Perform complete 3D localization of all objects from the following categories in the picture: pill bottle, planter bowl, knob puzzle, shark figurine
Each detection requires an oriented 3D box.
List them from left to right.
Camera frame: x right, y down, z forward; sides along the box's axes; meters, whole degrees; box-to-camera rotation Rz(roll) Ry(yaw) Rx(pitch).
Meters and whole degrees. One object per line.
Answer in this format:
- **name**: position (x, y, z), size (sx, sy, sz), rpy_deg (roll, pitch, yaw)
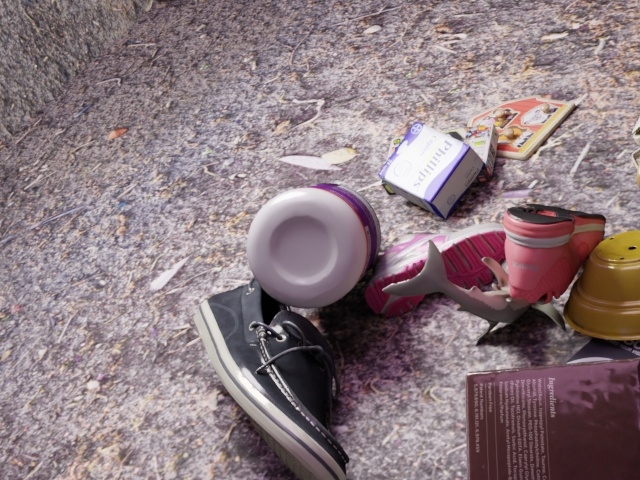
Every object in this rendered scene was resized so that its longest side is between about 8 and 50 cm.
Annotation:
- **pill bottle**: position (0.000, 0.000, 1.680), size (0.181, 0.181, 0.323), rpy_deg (-21, 2, 10)
- **shark figurine**: position (0.232, 0.098, 1.512), size (0.116, 0.278, 0.166), rpy_deg (-54, 55, 29)
- **knob puzzle**: position (0.354, -0.224, 1.971), size (0.213, 0.030, 0.213), rpy_deg (-19, 33, 13)
- **planter bowl**: position (0.433, 0.044, 1.428), size (0.217, 0.090, 0.217), rpy_deg (-15, 19, 5)

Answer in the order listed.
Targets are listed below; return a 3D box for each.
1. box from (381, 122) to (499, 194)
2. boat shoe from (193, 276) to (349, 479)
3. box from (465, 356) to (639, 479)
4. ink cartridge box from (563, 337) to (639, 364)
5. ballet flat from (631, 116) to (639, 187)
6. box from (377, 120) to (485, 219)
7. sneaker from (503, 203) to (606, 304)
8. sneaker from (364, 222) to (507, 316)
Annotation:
- **box**: position (0.221, -0.150, 1.933), size (0.207, 0.036, 0.114), rpy_deg (-6, 51, 29)
- **boat shoe**: position (-0.057, 0.190, 1.542), size (0.156, 0.187, 0.500), rpy_deg (-36, 28, -3)
- **box**: position (0.285, 0.239, 1.184), size (0.203, 0.168, 0.167), rpy_deg (-9, 66, 26)
- **ink cartridge box**: position (0.426, 0.176, 1.339), size (0.208, 0.045, 0.206), rpy_deg (-37, 33, -18)
- **ballet flat**: position (0.543, -0.166, 1.714), size (0.073, 0.080, 0.232), rpy_deg (-25, 27, 32)
- **box**: position (0.196, -0.126, 1.851), size (0.137, 0.072, 0.126), rpy_deg (31, 83, 40)
- **sneaker**: position (0.326, 0.021, 1.512), size (0.116, 0.136, 0.314), rpy_deg (12, 8, 27)
- **sneaker**: position (0.184, 0.024, 1.673), size (0.252, 0.103, 0.111), rpy_deg (-19, 34, 10)
